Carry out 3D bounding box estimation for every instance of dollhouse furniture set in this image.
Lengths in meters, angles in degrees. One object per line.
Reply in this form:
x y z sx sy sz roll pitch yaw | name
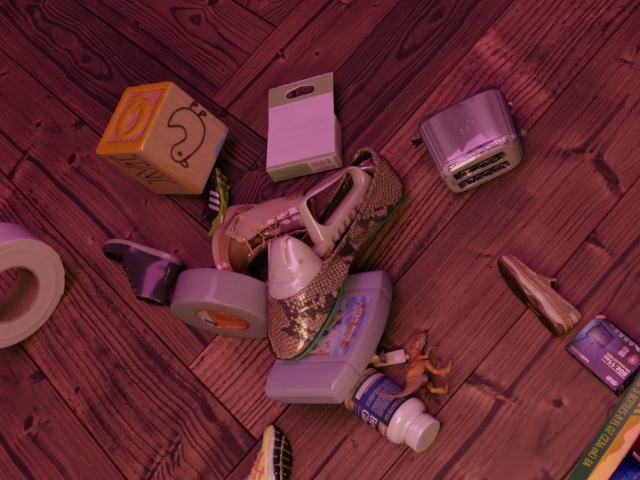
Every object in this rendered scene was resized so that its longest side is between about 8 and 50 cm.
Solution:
0.124 0.190 1.773 0.081 0.091 0.114 -12 58 2 | dollhouse furniture set

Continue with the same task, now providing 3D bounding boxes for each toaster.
0.301 -0.199 1.857 0.227 0.129 0.146 -24 59 11 | toaster

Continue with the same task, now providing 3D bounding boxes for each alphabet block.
-0.366 -0.234 2.128 0.193 0.197 0.192 1 64 44 | alphabet block

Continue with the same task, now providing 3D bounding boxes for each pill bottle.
0.134 0.315 1.687 0.169 0.094 0.094 31 81 35 | pill bottle

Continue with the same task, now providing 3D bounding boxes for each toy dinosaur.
0.182 0.254 1.694 0.112 0.064 0.211 9 29 14 | toy dinosaur

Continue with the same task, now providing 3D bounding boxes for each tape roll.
-0.192 0.131 1.864 0.219 0.219 0.072 1 65 26 | tape roll
-0.735 0.104 2.102 0.100 0.286 0.286 29 80 34 | tape roll

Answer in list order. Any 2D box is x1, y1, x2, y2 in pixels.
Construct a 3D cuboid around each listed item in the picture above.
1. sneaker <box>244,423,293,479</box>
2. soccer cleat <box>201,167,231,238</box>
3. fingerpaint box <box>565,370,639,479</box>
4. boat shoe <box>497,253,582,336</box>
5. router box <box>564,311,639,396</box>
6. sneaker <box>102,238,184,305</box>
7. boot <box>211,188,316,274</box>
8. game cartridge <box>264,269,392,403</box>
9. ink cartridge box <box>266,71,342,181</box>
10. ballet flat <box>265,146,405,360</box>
-0.112 0.453 1.741 0.094 0.081 0.208 -8 62 24 | sneaker
-0.242 -0.087 2.102 0.072 0.060 0.179 -19 61 17 | soccer cleat
0.550 0.457 1.369 0.371 0.163 0.445 33 82 35 | fingerpaint box
0.408 0.091 1.699 0.072 0.068 0.190 -33 64 -8 | boat shoe
0.505 0.198 1.604 0.092 0.038 0.122 -45 55 -1 | router box
-0.428 0.071 2.093 0.222 0.083 0.118 12 71 29 | sneaker
-0.113 -0.013 1.941 0.203 0.095 0.262 -14 28 15 | boot
0.027 0.180 1.766 0.198 0.062 0.297 -13 40 41 | game cartridge
-0.037 -0.260 2.097 0.171 0.056 0.235 -12 57 19 | ink cartridge box
0.000 0.000 1.801 0.164 0.182 0.483 3 49 46 | ballet flat
